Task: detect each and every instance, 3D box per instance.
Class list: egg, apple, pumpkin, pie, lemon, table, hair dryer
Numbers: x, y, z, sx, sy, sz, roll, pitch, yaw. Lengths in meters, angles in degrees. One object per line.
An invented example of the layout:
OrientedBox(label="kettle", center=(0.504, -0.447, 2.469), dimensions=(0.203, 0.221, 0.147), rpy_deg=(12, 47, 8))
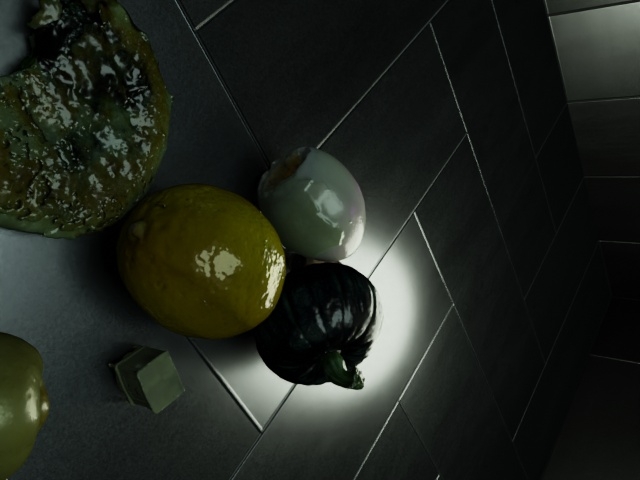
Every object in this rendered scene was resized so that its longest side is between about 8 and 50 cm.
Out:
OrientedBox(label="egg", center=(-0.005, -0.056, 1.185), dimensions=(0.217, 0.183, 0.183), rpy_deg=(46, 59, -27))
OrientedBox(label="apple", center=(-0.412, 0.194, 0.749), dimensions=(0.200, 0.200, 0.200), rpy_deg=(-6, 98, -49))
OrientedBox(label="pumpkin", center=(0.008, 0.174, 1.167), dimensions=(0.248, 0.248, 0.248), rpy_deg=(-6, 98, -49))
OrientedBox(label="pie", center=(-0.342, -0.157, 0.876), dimensions=(0.296, 0.078, 0.371), rpy_deg=(55, 54, -38))
OrientedBox(label="lemon", center=(-0.173, 0.033, 0.972), dimensions=(0.263, 0.235, 0.236), rpy_deg=(9, 87, -72))
OrientedBox(label="table", center=(-0.268, 0.210, 0.989), dimensions=(0.062, 0.083, 0.079), rpy_deg=(-36, 119, -42))
OrientedBox(label="hair dryer", center=(0.000, 0.000, 1.306), dimensions=(0.117, 0.064, 0.182), rpy_deg=(24, 67, -46))
